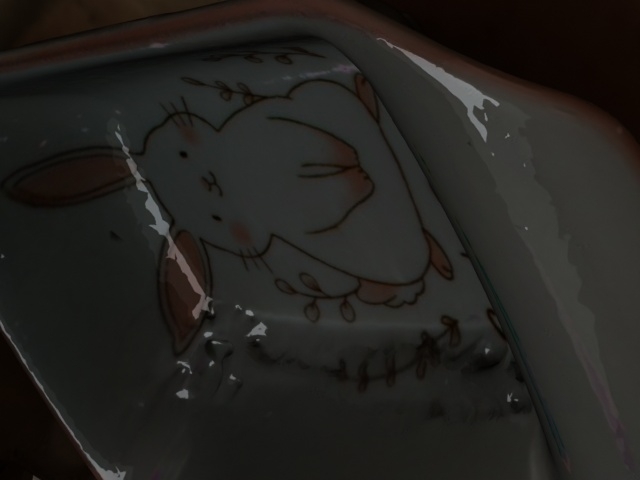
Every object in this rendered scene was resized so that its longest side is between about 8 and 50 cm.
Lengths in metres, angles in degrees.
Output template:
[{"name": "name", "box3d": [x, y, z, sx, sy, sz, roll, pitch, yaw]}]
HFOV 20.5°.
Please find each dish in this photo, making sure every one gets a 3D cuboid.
[{"name": "dish", "box3d": [0.000, 0.000, 0.451, 0.234, 0.064, 0.154, -3, 121, 47]}]

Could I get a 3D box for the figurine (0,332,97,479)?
[{"name": "figurine", "box3d": [-0.185, 0.041, 0.569, 0.173, 0.177, 0.247, 19, 180, 33]}]
